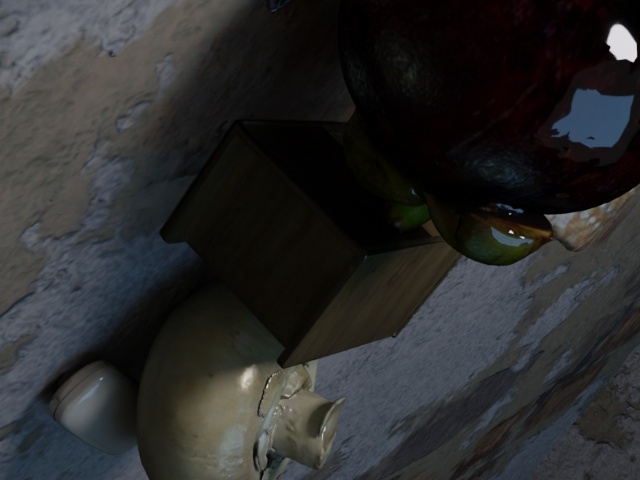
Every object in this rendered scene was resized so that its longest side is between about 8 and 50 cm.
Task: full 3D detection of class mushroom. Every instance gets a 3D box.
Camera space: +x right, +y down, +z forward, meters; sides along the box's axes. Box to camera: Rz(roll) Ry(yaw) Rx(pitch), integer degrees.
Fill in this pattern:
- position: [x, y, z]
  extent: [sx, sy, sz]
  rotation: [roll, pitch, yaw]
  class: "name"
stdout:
- position: [-0.073, 0.159, 1.399]
  extent: [0.246, 0.202, 0.246]
  rotation: [-50, 153, -38]
  class: "mushroom"

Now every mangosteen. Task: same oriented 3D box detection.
- position: [0.140, -0.145, 1.138]
  extent: [0.300, 0.300, 0.300]
  rotation: [-37, 158, -17]
  class: "mangosteen"

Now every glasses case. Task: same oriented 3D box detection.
- position: [-0.212, 0.170, 1.415]
  extent: [0.081, 0.051, 0.204]
  rotation: [-44, 160, -7]
  class: "glasses case"

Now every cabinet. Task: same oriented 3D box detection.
- position: [0.000, 0.000, 1.306]
  extent: [0.148, 0.175, 0.215]
  rotation: [-53, 158, 24]
  class: "cabinet"

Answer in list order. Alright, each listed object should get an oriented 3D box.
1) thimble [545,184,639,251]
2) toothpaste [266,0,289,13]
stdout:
- position: [0.251, -0.101, 1.557]
  extent: [0.148, 0.196, 0.229]
  rotation: [-49, 129, 6]
  class: "thimble"
- position: [-0.031, -0.217, 1.040]
  extent: [0.045, 0.028, 0.170]
  rotation: [-35, 162, -5]
  class: "toothpaste"
